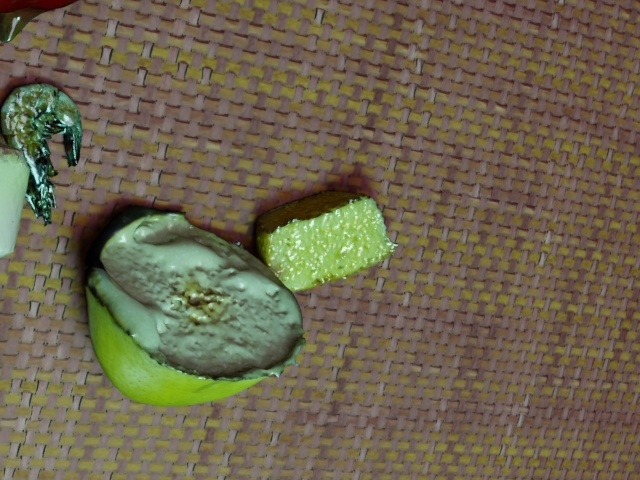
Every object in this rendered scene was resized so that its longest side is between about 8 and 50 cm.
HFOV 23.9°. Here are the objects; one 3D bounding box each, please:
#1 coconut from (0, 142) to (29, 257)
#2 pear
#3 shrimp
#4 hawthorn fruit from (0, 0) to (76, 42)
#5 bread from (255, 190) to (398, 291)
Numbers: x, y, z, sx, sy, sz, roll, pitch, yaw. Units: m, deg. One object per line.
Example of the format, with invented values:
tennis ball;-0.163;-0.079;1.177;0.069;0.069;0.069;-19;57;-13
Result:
coconut;-0.377;-0.035;1.544;0.147;0.147;0.153;11;95;-33
pear;-0.167;0.112;1.707;0.266;0.267;0.178;9;129;-32
shrimp;-0.294;-0.093;1.636;0.091;0.034;0.161;-18;115;-25
hawthorn fruit;-0.302;-0.360;1.400;0.295;0.295;0.311;-48;125;-7
bread;0.000;0.000;1.825;0.187;0.065;0.103;-20;115;-21
